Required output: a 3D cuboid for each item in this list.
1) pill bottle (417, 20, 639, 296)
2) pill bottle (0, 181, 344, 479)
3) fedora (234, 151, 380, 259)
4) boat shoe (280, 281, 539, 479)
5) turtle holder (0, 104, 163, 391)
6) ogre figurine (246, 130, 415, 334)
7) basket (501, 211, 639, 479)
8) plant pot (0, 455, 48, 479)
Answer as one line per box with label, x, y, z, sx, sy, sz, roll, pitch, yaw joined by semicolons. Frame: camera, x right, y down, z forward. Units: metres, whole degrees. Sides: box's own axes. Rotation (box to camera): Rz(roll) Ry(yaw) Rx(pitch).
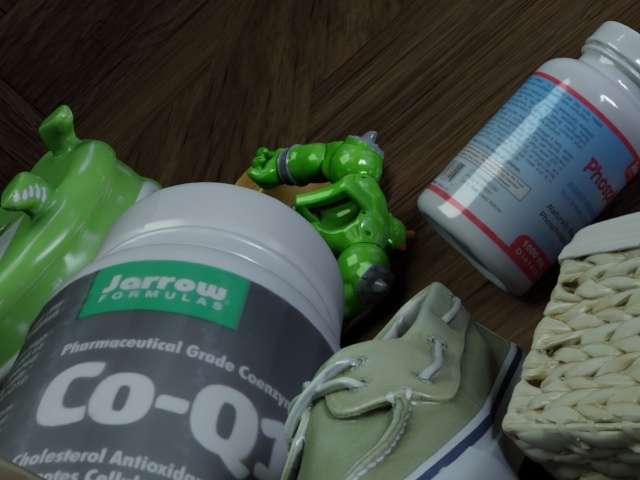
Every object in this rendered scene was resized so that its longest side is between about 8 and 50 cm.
pill bottle;0.140;-0.051;0.767;0.160;0.087;0.087;-47;19;0
pill bottle;-0.090;0.132;0.718;0.204;0.204;0.361;-37;22;27
fedora;-0.037;-0.019;1.093;0.194;0.079;0.194;-40;21;18
boat shoe;0.028;0.092;0.552;0.109;0.094;0.302;-47;-7;17
turtle holder;-0.227;0.039;1.158;0.243;0.227;0.320;-49;18;-3
ogre figurine;0.000;0.000;0.944;0.118;0.097;0.197;-26;32;32
basket;0.165;0.055;0.476;0.167;0.113;0.103;-13;42;58
plant pot;-0.103;0.253;0.357;0.280;0.323;0.323;-54;20;-3
